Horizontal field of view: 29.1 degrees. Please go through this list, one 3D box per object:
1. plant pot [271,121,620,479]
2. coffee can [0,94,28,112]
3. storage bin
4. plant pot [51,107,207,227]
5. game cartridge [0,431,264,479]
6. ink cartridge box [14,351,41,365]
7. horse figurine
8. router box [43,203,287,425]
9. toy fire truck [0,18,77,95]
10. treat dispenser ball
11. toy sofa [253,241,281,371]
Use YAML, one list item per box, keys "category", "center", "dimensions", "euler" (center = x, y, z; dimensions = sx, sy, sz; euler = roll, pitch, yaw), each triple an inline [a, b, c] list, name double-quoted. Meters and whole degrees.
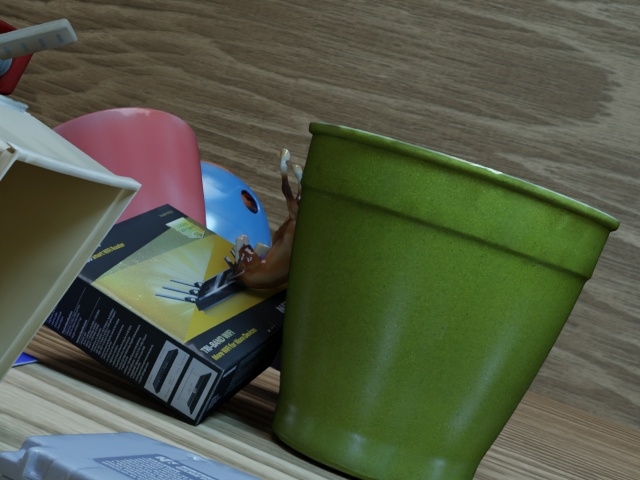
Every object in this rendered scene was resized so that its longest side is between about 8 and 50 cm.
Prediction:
- category: "plant pot"
  center: [0.106, 0.089, 1.403]
  dimensions: [0.366, 0.353, 0.366]
  euler: [19, 1, 0]
- category: "coffee can"
  center: [-0.536, -0.087, 1.673]
  dimensions: [0.201, 0.275, 0.201]
  euler: [19, 1, 0]
- category: "storage bin"
  center: [-0.293, 0.019, 0.926]
  dimensions: [0.123, 0.260, 0.262]
  euler: [36, 4, 8]
- category: "plant pot"
  center: [-0.282, -0.016, 1.770]
  dimensions: [0.274, 0.243, 0.275]
  euler: [-15, -25, -7]
- category: "game cartridge"
  center: [-0.053, 0.204, 0.833]
  dimensions: [0.294, 0.060, 0.196]
  euler: [19, 4, 24]
- category: "ink cartridge box"
  center: [-0.414, 0.081, 1.293]
  dimensions: [0.208, 0.045, 0.206]
  euler: [20, 1, 6]
- category: "horse figurine"
  center: [0.000, 0.000, 1.555]
  dimensions: [0.066, 0.175, 0.263]
  euler: [-10, -23, 39]
- category: "router box"
  center: [-0.165, 0.074, 1.453]
  dimensions: [0.243, 0.081, 0.309]
  euler: [31, 20, 10]
- category: "toy fire truck"
  center: [-0.448, -0.270, 1.682]
  dimensions: [0.246, 0.158, 0.217]
  euler: [31, 4, 17]
- category: "treat dispenser ball"
  center: [-0.230, 0.003, 2.131]
  dimensions: [0.288, 0.288, 0.288]
  euler: [18, 1, 0]
- category: "toy sofa"
  center: [0.043, 0.148, 1.690]
  dimensions: [0.362, 0.150, 0.177]
  euler: [27, 0, -2]
